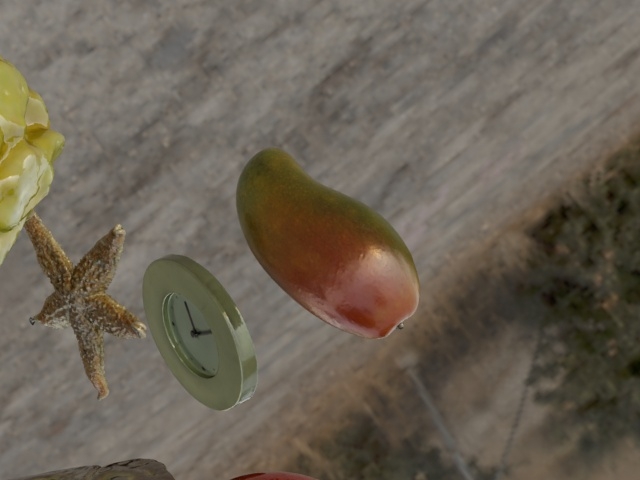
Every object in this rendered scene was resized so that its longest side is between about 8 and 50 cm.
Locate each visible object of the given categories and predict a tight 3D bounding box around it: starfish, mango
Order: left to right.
[{"bbox_3d":[-0.302,0.057,1.685,0.231,0.295,0.048,-22,180,42],"label":"starfish"},{"bbox_3d":[-0.002,0.005,1.599,0.146,0.289,0.129,-59,157,7],"label":"mango"}]

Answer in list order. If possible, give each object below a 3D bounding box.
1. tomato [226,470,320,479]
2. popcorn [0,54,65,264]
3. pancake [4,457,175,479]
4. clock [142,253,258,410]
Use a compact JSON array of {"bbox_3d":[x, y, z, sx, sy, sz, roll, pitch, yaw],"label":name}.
[{"bbox_3d":[-0.031,0.421,1.434,0.321,0.321,0.321,-34,165,-10],"label":"tomato"},{"bbox_3d":[-0.301,-0.038,0.893,0.249,0.225,0.249,1,160,1],"label":"popcorn"},{"bbox_3d":[-0.211,0.200,0.859,0.250,0.031,0.250,-13,-167,3],"label":"pancake"},{"bbox_3d":[-0.171,0.128,1.829,0.029,0.235,0.235,-26,162,-33],"label":"clock"}]
